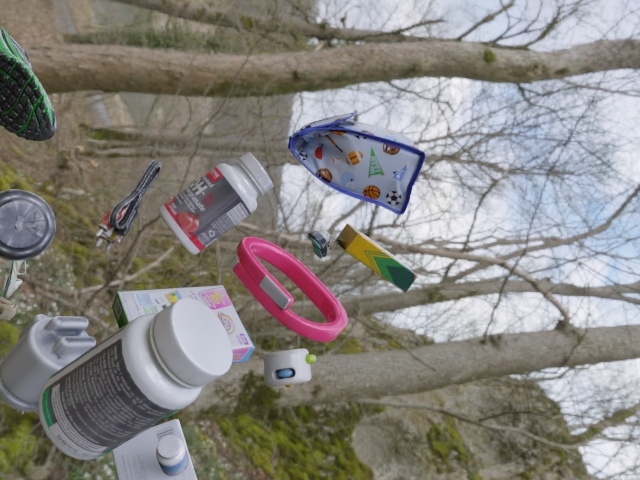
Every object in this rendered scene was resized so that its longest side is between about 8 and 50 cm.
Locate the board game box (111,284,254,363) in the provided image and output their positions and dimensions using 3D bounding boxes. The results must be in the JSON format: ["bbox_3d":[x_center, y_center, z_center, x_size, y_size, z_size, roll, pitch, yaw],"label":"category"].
[{"bbox_3d":[-0.368,0.234,1.500,0.242,0.317,0.064,56,-50,35],"label":"board game box"}]

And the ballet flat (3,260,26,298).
[{"bbox_3d":[-1.074,0.126,1.964,0.057,0.052,0.168,1,-101,60],"label":"ballet flat"}]

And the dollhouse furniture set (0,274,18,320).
[{"bbox_3d":[-1.197,0.208,2.122,0.182,0.101,0.160,-176,-81,-68],"label":"dollhouse furniture set"}]

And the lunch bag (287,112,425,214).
[{"bbox_3d":[0.101,-0.269,1.712,0.328,0.386,0.238,-76,-176,-75],"label":"lunch bag"}]

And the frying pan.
[{"bbox_3d":[-0.871,-0.081,1.496,0.053,0.326,0.197,-1,-127,50],"label":"frying pan"}]

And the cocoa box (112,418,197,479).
[{"bbox_3d":[-0.524,0.820,1.825,0.347,0.232,0.228,57,-27,37],"label":"cocoa box"}]

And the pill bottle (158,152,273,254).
[{"bbox_3d":[-0.302,-0.117,1.654,0.176,0.318,0.176,51,-7,9],"label":"pill bottle"}]

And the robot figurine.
[{"bbox_3d":[-0.818,0.368,1.647,0.353,0.200,0.300,-42,-121,19],"label":"robot figurine"}]

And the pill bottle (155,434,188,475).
[{"bbox_3d":[-0.450,0.649,1.686,0.160,0.087,0.087,99,-14,-52],"label":"pill bottle"}]

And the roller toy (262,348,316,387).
[{"bbox_3d":[-0.137,0.522,2.254,0.209,0.191,0.146,-22,-109,49],"label":"roller toy"}]

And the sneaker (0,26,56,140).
[{"bbox_3d":[-0.692,-0.375,1.257,0.343,0.134,0.146,57,12,5],"label":"sneaker"}]

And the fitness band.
[{"bbox_3d":[-0.066,0.098,1.165,0.291,0.209,0.054,45,-74,29],"label":"fitness band"}]

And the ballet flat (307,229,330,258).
[{"bbox_3d":[0.000,0.000,1.894,0.203,0.074,0.074,70,16,-70],"label":"ballet flat"}]

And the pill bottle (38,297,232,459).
[{"bbox_3d":[-0.371,0.277,1.129,0.361,0.204,0.204,-33,-140,17],"label":"pill bottle"}]

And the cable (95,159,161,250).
[{"bbox_3d":[-0.506,-0.113,1.455,0.139,0.072,0.287,111,-4,-66],"label":"cable"}]

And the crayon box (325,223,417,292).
[{"bbox_3d":[0.174,0.044,1.958,0.081,0.319,0.202,-55,-167,5],"label":"crayon box"}]
